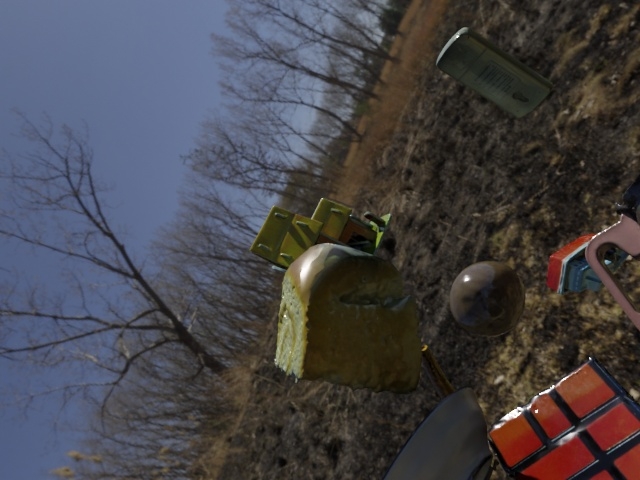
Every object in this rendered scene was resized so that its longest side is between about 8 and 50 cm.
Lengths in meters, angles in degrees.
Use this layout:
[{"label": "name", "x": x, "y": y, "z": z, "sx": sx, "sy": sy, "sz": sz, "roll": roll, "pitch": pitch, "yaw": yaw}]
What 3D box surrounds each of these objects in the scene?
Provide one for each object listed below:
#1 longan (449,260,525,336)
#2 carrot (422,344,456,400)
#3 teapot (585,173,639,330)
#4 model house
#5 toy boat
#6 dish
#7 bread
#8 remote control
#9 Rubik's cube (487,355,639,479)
[{"label": "longan", "x": 0.630, "y": 0.218, "z": 1.791, "sx": 0.297, "sy": 0.296, "sz": 0.298, "roll": 21, "pitch": -90, "yaw": -89}, {"label": "carrot", "x": 0.282, "y": 0.325, "z": 1.137, "sx": 0.042, "sy": 0.171, "sz": 0.042, "roll": -29, "pitch": 8, "yaw": 4}, {"label": "teapot", "x": 0.722, "y": 0.013, "z": 0.876, "sx": 0.376, "sy": 0.305, "sz": 0.362, "roll": -41, "pitch": 49, "yaw": 32}, {"label": "model house", "x": 0.000, "y": 0.000, "z": 1.290, "sx": 0.301, "sy": 0.323, "sz": 0.340, "roll": -65, "pitch": 7, "yaw": -10}, {"label": "toy boat", "x": 0.826, "y": 0.064, "z": 1.411, "sx": 0.133, "sy": 0.331, "sz": 0.145, "roll": 27, "pitch": 129, "yaw": 50}, {"label": "dish", "x": 0.220, "y": 0.422, "z": 0.838, "sx": 0.316, "sy": 0.106, "sz": 0.317, "roll": -28, "pitch": -46, "yaw": -34}, {"label": "bread", "x": 0.033, "y": 0.149, "z": 0.978, "sx": 0.395, "sy": 0.239, "sz": 0.265, "roll": 160, "pitch": 115, "yaw": -76}, {"label": "remote control", "x": 0.354, "y": -0.340, "z": 0.972, "sx": 0.098, "sy": 0.233, "sz": 0.038, "roll": -47, "pitch": 20, "yaw": 53}, {"label": "Rubik's cube", "x": 0.550, "y": 0.459, "z": 0.921, "sx": 0.293, "sy": 0.288, "sz": 0.284, "roll": -38, "pitch": 32, "yaw": 14}]
